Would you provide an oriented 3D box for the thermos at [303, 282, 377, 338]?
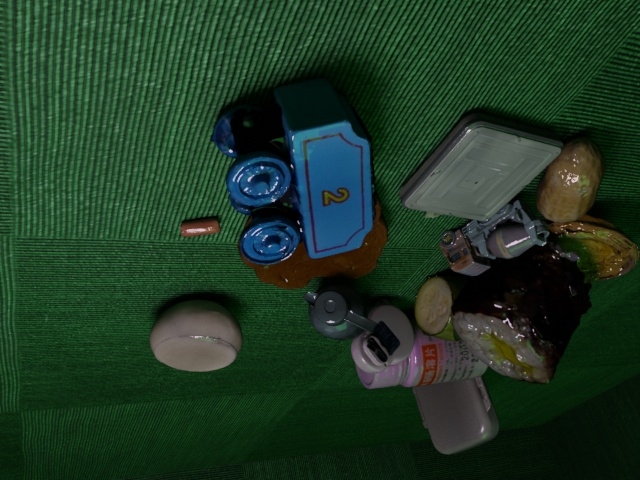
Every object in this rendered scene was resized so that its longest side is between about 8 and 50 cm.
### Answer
[{"bbox_3d":[0.055,0.186,1.531,0.182,0.145,0.286,24,175,10],"label":"thermos"}]

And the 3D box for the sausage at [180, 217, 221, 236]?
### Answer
[{"bbox_3d":[-0.251,-0.027,1.270,0.083,0.034,0.034,-8,148,-8],"label":"sausage"}]

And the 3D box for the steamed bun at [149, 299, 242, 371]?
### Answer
[{"bbox_3d":[-0.314,0.230,1.550,0.232,0.145,0.232,-1,145,-1],"label":"steamed bun"}]

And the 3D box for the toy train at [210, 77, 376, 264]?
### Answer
[{"bbox_3d":[-0.036,-0.106,1.062,0.265,0.188,0.300,-14,136,-7],"label":"toy train"}]

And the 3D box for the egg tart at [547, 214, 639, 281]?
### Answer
[{"bbox_3d":[0.692,0.015,1.623,0.291,0.107,0.290,12,148,7],"label":"egg tart"}]

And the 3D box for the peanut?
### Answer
[{"bbox_3d":[0.554,-0.132,1.341,0.129,0.129,0.224,-10,147,-6],"label":"peanut"}]

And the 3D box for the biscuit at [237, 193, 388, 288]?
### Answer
[{"bbox_3d":[0.000,0.000,1.379,0.359,0.074,0.381,-26,149,21],"label":"biscuit"}]

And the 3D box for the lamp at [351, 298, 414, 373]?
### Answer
[{"bbox_3d":[0.166,0.283,1.720,0.108,0.179,0.246,-42,178,44],"label":"lamp"}]

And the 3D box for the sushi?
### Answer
[{"bbox_3d":[0.514,0.168,1.565,0.294,0.281,0.299,-48,123,-22],"label":"sushi"}]

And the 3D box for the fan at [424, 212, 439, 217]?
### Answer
[{"bbox_3d":[0.316,-0.119,1.376,0.131,0.009,0.240,0,145,-26],"label":"fan"}]

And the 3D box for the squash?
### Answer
[{"bbox_3d":[0.417,0.201,1.757,0.261,0.189,0.189,13,140,-29],"label":"squash"}]

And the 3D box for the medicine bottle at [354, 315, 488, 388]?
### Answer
[{"bbox_3d":[0.316,0.346,1.915,0.388,0.219,0.219,-3,147,-17],"label":"medicine bottle"}]

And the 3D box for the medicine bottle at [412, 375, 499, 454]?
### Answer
[{"bbox_3d":[0.463,0.541,2.134,0.123,0.375,0.282,14,140,-43],"label":"medicine bottle"}]

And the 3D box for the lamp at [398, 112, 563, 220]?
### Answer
[{"bbox_3d":[0.336,-0.145,1.289,0.267,0.047,0.269,7,141,-29],"label":"lamp"}]

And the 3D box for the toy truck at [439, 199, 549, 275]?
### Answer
[{"bbox_3d":[0.422,-0.002,1.477,0.108,0.140,0.257,15,138,-40],"label":"toy truck"}]
